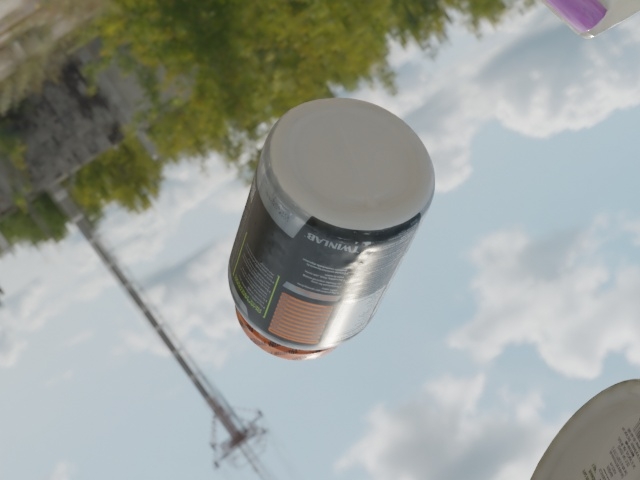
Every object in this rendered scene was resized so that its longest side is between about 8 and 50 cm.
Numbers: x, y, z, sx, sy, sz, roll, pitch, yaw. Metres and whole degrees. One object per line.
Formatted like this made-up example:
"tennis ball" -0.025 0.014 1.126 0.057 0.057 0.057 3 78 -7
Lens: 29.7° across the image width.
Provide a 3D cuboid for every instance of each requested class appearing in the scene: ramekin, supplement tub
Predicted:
"ramekin" 0.224 0.192 0.829 0.207 0.109 0.207 -54 -169 16
"supplement tub" 0.000 0.000 1.399 0.193 0.193 0.316 -42 166 -34

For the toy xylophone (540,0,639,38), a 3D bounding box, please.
"toy xylophone" 0.199 -0.305 0.769 0.323 0.236 0.081 -51 -162 -23
